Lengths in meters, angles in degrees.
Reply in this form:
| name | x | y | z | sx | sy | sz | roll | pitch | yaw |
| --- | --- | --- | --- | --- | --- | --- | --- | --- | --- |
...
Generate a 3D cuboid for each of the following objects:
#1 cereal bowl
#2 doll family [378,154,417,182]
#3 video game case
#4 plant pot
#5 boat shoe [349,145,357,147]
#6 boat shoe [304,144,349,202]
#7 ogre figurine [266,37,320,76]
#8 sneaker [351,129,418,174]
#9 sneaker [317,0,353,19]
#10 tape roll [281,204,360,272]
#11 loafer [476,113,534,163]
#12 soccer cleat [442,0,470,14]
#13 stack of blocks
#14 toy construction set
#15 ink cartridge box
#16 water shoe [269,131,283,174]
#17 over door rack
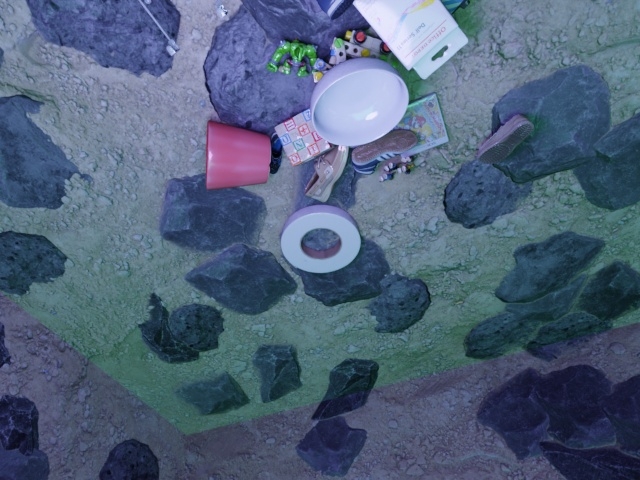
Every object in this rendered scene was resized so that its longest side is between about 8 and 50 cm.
| name | x | y | z | sx | sy | sz | roll | pitch | yaw |
| --- | --- | --- | --- | --- | --- | --- | --- | --- | --- |
| cereal bowl | 0.124 | -0.493 | 1.588 | 0.339 | 0.141 | 0.339 | -8 | 148 | -5 |
| doll family | 0.332 | -0.305 | 1.970 | 0.193 | 0.111 | 0.076 | -16 | 95 | 28 |
| video game case | 0.399 | -0.466 | 1.882 | 0.206 | 0.026 | 0.227 | -19 | 128 | 14 |
| plant pot | -0.333 | -0.332 | 1.836 | 0.243 | 0.275 | 0.275 | 2 | 131 | -15 |
| boat shoe | 0.200 | -0.425 | 1.892 | 0.184 | 0.066 | 0.063 | -32 | 124 | 11 |
| boat shoe | 0.025 | -0.304 | 1.945 | 0.110 | 0.121 | 0.341 | 14 | 130 | -14 |
| ogre figurine | -0.086 | -0.658 | 1.658 | 0.197 | 0.097 | 0.118 | 14 | 135 | -8 |
| sneaker | 0.260 | -0.361 | 1.905 | 0.282 | 0.099 | 0.153 | -19 | 164 | -4 |
| sneaker | 0.103 | -0.880 | 1.472 | 0.319 | 0.112 | 0.131 | -42 | 88 | 22 |
| tape roll | 0.000 | 0.000 | 2.236 | 0.392 | 0.072 | 0.392 | -1 | 131 | -1 |
| loafer | 0.761 | -0.417 | 1.898 | 0.102 | 0.092 | 0.268 | 26 | 141 | -20 |
| soccer cleat | 0.389 | -0.788 | 1.570 | 0.143 | 0.116 | 0.331 | 44 | 121 | -7 |
| stack of blocks | -0.008 | -0.433 | 1.806 | 0.297 | 0.087 | 0.171 | -25 | 94 | 17 |
| toy construction set | 0.146 | -0.626 | 1.655 | 0.328 | 0.151 | 0.215 | 13 | 103 | -24 |
| ink cartridge box | 0.301 | -0.711 | 1.493 | 0.207 | 0.119 | 0.353 | -38 | 105 | 28 |
| water shoe | -0.197 | -0.353 | 1.923 | 0.073 | 0.080 | 0.203 | 8 | 130 | -8 |
| over door rack | -0.477 | -0.809 | 1.491 | 0.239 | 0.108 | 0.324 | -28 | 105 | 20 |
